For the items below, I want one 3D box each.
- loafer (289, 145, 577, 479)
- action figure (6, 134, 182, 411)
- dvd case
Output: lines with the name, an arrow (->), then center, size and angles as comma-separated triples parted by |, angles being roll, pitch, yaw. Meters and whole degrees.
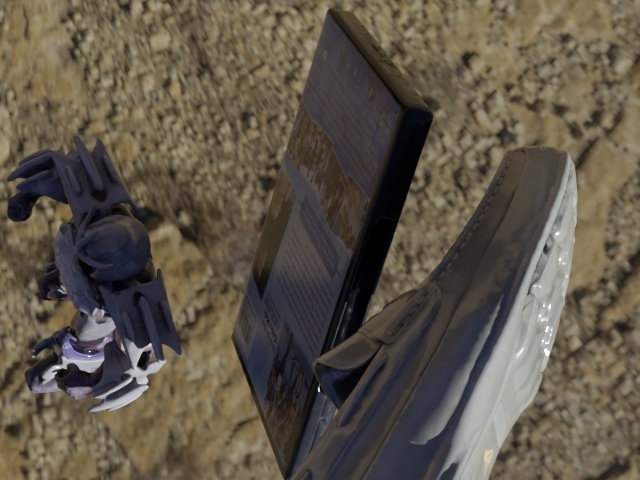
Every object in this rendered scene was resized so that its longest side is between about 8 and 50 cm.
loafer -> 0.051, 0.073, 0.785 | 0.111, 0.319, 0.112 | 17, 147, 20
action figure -> -0.166, 0.035, 1.072 | 0.099, 0.285, 0.185 | -8, 77, -14
dvd case -> 0.000, 0.000, 0.941 | 0.022, 0.180, 0.253 | 9, 114, -20
